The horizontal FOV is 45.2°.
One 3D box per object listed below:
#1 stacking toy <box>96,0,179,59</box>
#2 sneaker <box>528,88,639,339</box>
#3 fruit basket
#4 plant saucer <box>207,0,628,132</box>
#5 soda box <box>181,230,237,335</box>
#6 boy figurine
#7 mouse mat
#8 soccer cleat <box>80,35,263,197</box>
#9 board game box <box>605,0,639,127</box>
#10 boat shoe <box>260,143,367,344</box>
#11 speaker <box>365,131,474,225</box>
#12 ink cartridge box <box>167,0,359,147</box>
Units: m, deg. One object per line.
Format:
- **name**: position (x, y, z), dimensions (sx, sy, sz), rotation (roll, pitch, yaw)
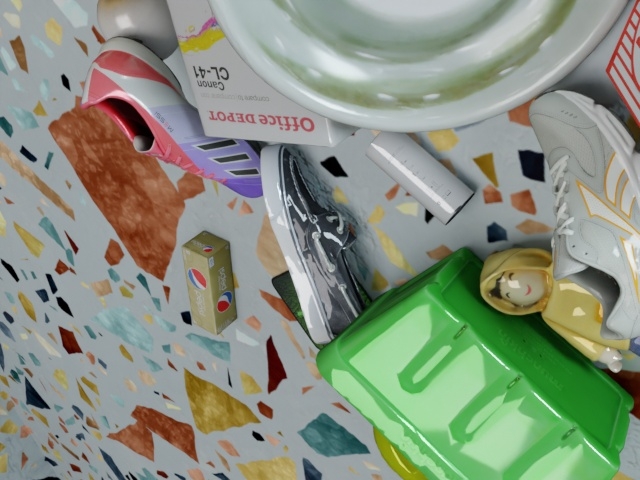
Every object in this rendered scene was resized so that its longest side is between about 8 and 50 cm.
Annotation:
- **stacking toy**: position (-0.312, -0.423, 0.947), dimensions (0.351, 0.350, 0.479), rotation (16, 146, 33)
- **sneaker**: position (0.263, -0.025, 0.749), dimensions (0.262, 0.121, 0.099), rotation (61, 176, 13)
- **fruit basket**: position (0.167, 0.239, 1.016), dimensions (0.392, 0.283, 0.391), rotation (10, 112, 25)
- **plant saucer**: position (0.090, -0.281, 0.713), dimensions (0.401, 0.100, 0.400), rotation (2, 138, 2)
- **soda box**: position (-0.194, 0.077, 1.354), dimensions (0.061, 0.058, 0.181), rotation (23, 132, 28)
- **boy figurine**: position (0.315, 0.067, 0.858), dimensions (0.285, 0.092, 0.177), rotation (22, 133, 23)
- **mouse mat**: position (0.010, 0.100, 1.227), dimensions (0.190, 0.007, 0.152), rotation (-27, 100, 48)
- **soccer cleat**: position (-0.193, -0.139, 1.073), dimensions (0.109, 0.116, 0.318), rotation (-12, 138, 42)
- **board game box**: position (0.310, -0.150, 0.630), dimensions (0.045, 0.193, 0.146), rotation (4, 132, -7)
- **boat shoe**: position (0.000, 0.000, 1.094), dimensions (0.102, 0.108, 0.301), rotation (-16, 98, 14)
- **speaker**: position (0.121, -0.083, 0.947), dimensions (0.136, 0.055, 0.055), rotation (42, 139, 9)
- **ink cartridge box**: position (-0.062, -0.278, 0.907), dimensions (0.226, 0.131, 0.306), rotation (11, 125, 37)
